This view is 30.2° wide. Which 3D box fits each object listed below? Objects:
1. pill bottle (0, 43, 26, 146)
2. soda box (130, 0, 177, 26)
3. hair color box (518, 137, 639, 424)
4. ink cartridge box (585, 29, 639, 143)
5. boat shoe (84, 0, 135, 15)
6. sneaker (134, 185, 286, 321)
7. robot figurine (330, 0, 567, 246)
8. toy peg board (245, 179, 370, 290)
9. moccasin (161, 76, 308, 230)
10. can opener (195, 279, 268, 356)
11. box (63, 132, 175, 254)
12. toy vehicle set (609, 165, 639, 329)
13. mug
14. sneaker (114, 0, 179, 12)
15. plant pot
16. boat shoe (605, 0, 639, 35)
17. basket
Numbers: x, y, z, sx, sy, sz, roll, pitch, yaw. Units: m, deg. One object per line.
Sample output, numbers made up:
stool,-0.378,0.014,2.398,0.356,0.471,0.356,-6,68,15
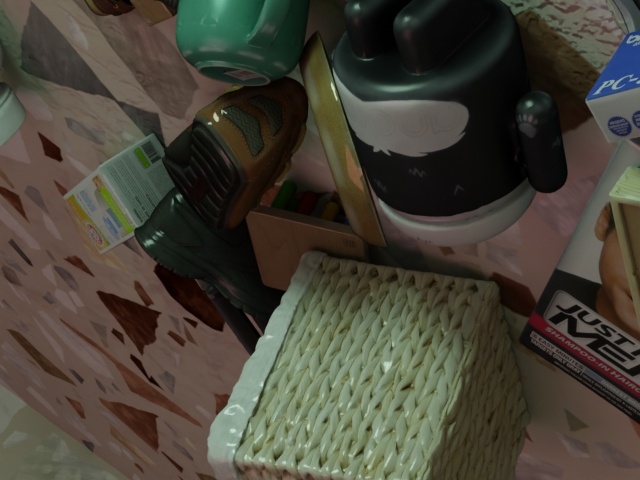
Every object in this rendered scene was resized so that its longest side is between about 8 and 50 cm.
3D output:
pill bottle,-0.618,-0.305,1.741,0.229,0.229,0.408,9,138,48
soda box,-0.217,-0.335,1.346,0.061,0.058,0.181,-4,127,55
hair color box,0.325,0.027,1.091,0.185,0.113,0.374,34,152,14
ink cartridge box,0.305,-0.134,0.859,0.207,0.097,0.046,-11,122,46
boat shoe,-0.274,-0.343,1.414,0.060,0.064,0.178,12,147,37
sneaker,-0.116,0.019,1.678,0.286,0.130,0.109,31,-173,-28
robot figurine,0.113,-0.123,1.097,0.209,0.173,0.278,-104,-6,-49
toy peg board,0.000,0.000,1.553,0.160,0.079,0.161,13,145,19
moccasin,-0.097,-0.110,1.392,0.139,0.147,0.380,52,163,4
can opener,-0.144,0.065,1.853,0.283,0.076,0.095,58,-178,-29
box,-0.290,-0.065,1.776,0.114,0.103,0.203,57,152,-6
toy vehicle set,0.337,0.063,0.962,0.166,0.035,0.267,17,144,39
mug,-0.081,-0.211,1.166,0.129,0.097,0.158,8,175,10
sneaker,-0.216,-0.294,1.281,0.234,0.078,0.106,36,111,-12
plant pot,0.020,-0.101,1.236,0.236,0.032,0.236,-18,-90,-86
boat shoe,0.254,-0.186,0.967,0.100,0.035,0.035,50,180,-23
basket,0.075,0.243,1.458,0.266,0.331,0.328,6,139,26
